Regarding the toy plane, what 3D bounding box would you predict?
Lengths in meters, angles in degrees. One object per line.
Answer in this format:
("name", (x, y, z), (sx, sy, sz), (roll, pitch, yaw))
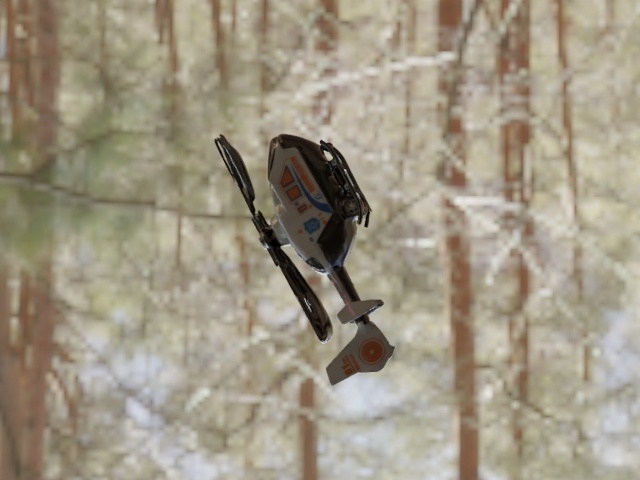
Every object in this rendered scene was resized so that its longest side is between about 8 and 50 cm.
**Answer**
("toy plane", (0.001, 0.000, 1.199), (0.078, 0.197, 0.053), (-26, 175, 6))
